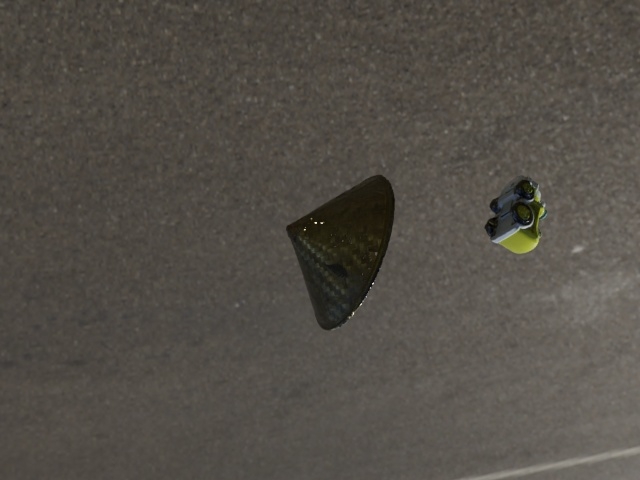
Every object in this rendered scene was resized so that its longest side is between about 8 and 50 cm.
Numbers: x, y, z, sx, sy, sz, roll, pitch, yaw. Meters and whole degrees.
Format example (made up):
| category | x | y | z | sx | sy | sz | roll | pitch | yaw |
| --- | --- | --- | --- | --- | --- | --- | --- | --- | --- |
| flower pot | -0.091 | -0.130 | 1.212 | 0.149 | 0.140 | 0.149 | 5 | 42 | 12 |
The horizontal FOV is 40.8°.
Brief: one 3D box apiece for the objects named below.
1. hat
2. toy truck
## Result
| category | x | y | z | sx | sy | sz | roll | pitch | yaw |
| --- | --- | --- | --- | --- | --- | --- | --- | --- | --- |
| hat | 0.000 | 0.000 | 0.750 | 0.067 | 0.146 | 0.146 | 21 | 141 | -19 |
| toy truck | 0.291 | -0.037 | 1.239 | 0.077 | 0.111 | 0.076 | 31 | 146 | -15 |
